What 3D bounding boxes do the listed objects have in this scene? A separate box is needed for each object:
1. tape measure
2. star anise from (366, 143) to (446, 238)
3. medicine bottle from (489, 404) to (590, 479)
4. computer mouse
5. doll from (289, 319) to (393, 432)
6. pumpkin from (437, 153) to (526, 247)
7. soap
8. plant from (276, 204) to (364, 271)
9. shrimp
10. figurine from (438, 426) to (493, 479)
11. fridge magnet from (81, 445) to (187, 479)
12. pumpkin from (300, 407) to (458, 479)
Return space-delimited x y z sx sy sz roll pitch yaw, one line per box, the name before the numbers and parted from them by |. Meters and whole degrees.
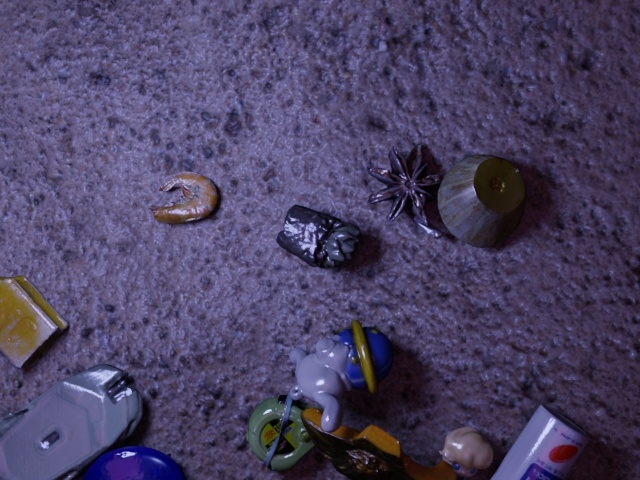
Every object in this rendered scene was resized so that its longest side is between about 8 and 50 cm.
tape measure | -0.088 0.459 1.652 0.175 0.106 0.200 43 98 -7
star anise | 0.209 -0.113 1.614 0.209 0.089 0.231 -6 90 -3
medicine bottle | 0.462 0.549 1.552 0.130 0.130 0.341 33 95 7
computer mouse | -0.640 0.488 1.721 0.429 0.145 0.228 -36 77 -5
doll | 0.050 0.289 1.535 0.243 0.311 0.159 -3 116 -3
pumpkin | 0.384 -0.097 1.552 0.217 0.110 0.217 1 86 -7
soap | -0.800 0.186 1.773 0.257 0.080 0.160 44 96 6
plant | 0.000 0.000 1.627 0.194 0.129 0.132 24 96 12
shrimp | -0.349 -0.104 1.727 0.187 0.051 0.132 -13 69 3
figurine | 0.319 0.528 1.591 0.114 0.108 0.196 30 100 13
fridge magnet | -0.458 0.628 1.683 0.265 0.112 0.265 -1 99 -8
pumpkin | 0.123 0.478 1.526 0.290 0.258 0.095 -3 47 34
